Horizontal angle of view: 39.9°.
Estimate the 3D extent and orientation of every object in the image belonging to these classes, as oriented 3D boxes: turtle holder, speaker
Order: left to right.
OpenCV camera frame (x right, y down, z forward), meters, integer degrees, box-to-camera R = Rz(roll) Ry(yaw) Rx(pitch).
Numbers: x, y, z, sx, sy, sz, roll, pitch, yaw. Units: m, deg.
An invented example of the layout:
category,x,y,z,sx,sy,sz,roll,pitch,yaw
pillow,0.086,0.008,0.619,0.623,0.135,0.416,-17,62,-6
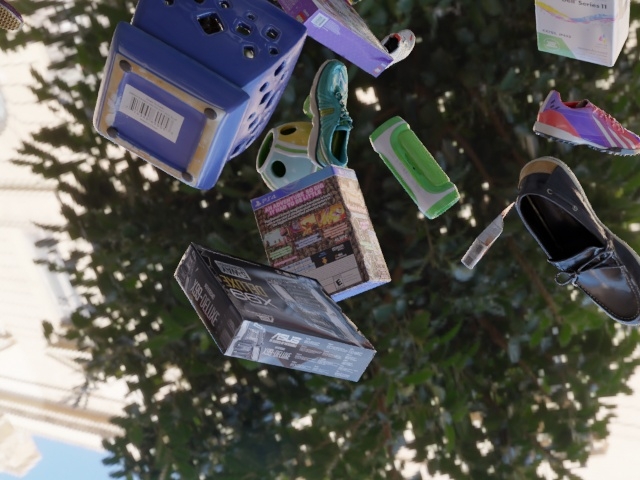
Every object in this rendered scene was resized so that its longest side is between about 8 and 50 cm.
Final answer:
category,x,y,z,sx,sy,sz,roll,pitch,yaw
turtle holder,-0.049,-0.252,2.628,0.320,0.227,0.243,-44,-146,52
speaker,0.270,-0.209,2.533,0.131,0.296,0.131,-35,171,-6

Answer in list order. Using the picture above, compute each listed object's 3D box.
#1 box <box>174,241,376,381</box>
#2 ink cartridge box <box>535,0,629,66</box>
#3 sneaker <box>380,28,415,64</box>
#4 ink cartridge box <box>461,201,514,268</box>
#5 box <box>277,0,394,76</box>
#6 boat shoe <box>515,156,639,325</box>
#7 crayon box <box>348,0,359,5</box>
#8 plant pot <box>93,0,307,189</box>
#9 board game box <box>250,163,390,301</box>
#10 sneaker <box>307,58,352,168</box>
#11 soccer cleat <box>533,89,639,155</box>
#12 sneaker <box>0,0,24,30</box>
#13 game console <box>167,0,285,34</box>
category,x,y,z,sx,sy,sz,roll,pitch,yaw
box,-0.082,0.130,1.575,0.307,0.077,0.242,19,-161,-38
ink cartridge box,0.633,-0.602,2.136,0.207,0.353,0.119,20,-114,28
sneaker,0.179,-0.456,2.049,0.161,0.057,0.075,-40,176,-34
ink cartridge box,0.482,-0.013,2.474,0.179,0.145,0.045,-39,-105,-26
box,0.007,-0.442,1.706,0.057,0.293,0.201,-42,-118,20
boat shoe,0.640,0.026,2.164,0.186,0.500,0.156,-26,-164,44
crayon box,-0.031,-0.705,2.088,0.106,0.363,0.313,-36,-168,-12
plant pot,-0.187,-0.229,1.267,0.236,0.236,0.212,30,-130,-2
board game box,0.000,0.000,2.108,0.232,0.291,0.141,-22,169,23
sneaker,0.041,-0.309,2.186,0.107,0.275,0.110,-8,-164,-35
soccer cleat,0.684,-0.288,2.203,0.318,0.116,0.108,9,-164,-20
sneaker,-0.759,-0.563,2.034,0.069,0.185,0.084,-38,-154,46
game console,-0.160,-0.513,1.928,0.361,0.213,0.044,6,-136,9
